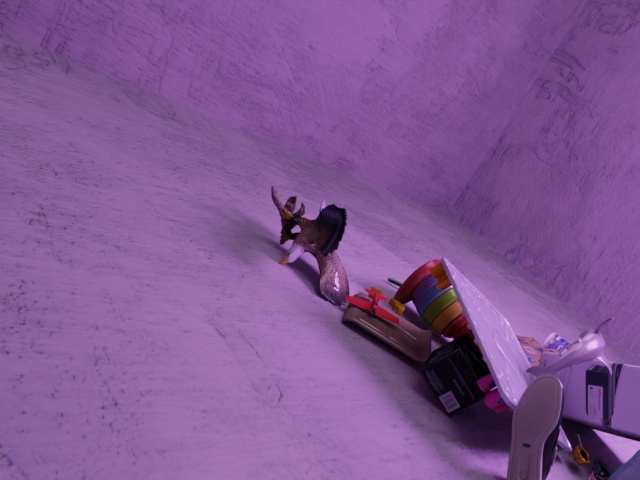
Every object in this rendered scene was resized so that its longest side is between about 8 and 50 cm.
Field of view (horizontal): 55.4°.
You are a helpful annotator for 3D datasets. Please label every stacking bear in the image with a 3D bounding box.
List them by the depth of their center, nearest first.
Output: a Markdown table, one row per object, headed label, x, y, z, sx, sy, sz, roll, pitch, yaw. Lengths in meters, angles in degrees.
| label | x | y | z | sx | sy | sz | roll | pitch | yaw |
| --- | --- | --- | --- | --- | --- | --- | --- | --- | --- |
| stacking bear | 0.371 | 0.209 | 1.730 | 0.175 | 0.164 | 0.289 | -24 | 61 | -27 |

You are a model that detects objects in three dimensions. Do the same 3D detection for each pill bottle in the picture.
| label | x | y | z | sx | sy | sz | roll | pitch | yaw |
| --- | --- | --- | --- | --- | --- | --- | --- | --- | --- |
| pill bottle | 0.858 | 0.408 | 2.134 | 0.169 | 0.094 | 0.094 | 39 | 17 | 30 |

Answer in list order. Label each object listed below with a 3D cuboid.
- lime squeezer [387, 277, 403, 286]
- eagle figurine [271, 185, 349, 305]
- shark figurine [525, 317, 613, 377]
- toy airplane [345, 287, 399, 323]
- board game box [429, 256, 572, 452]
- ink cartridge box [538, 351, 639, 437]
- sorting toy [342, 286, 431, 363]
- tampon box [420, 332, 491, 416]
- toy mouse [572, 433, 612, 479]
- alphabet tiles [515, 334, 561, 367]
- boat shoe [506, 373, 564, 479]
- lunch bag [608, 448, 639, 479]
| label | x | y | z | sx | sy | sz | roll | pitch | yaw |
| --- | --- | --- | --- | --- | --- | --- | --- | --- | --- |
| lime squeezer | 0.347 | 0.209 | 1.912 | 0.110 | 0.058 | 0.310 | -24 | 52 | -35 |
| eagle figurine | -0.007 | 0.009 | 1.608 | 0.298 | 0.225 | 0.226 | 29 | 1 | 39 |
| shark figurine | 0.626 | 0.284 | 1.438 | 0.278 | 0.166 | 0.116 | -21 | 69 | -37 |
| toy airplane | 0.139 | 0.162 | 1.549 | 0.151 | 0.028 | 0.151 | 23 | 15 | -7 |
| board game box | 0.418 | 0.273 | 1.427 | 0.390 | 0.050 | 0.390 | 40 | 25 | -40 |
| ink cartridge box | 0.787 | 0.413 | 1.531 | 0.286 | 0.166 | 0.395 | 23 | -13 | -28 |
| sorting toy | 0.178 | 0.212 | 1.583 | 0.229 | 0.041 | 0.307 | 27 | 15 | 4 |
| tampon box | 0.309 | 0.296 | 1.366 | 0.120 | 0.101 | 0.161 | 59 | 19 | 7 |
| toy mouse | 0.633 | 0.541 | 1.395 | 0.143 | 0.031 | 0.161 | 46 | 23 | 8 |
| alphabet tiles | 0.644 | 0.364 | 1.841 | 0.343 | 0.011 | 0.285 | 12 | 21 | -25 |
| boat shoe | 0.418 | 0.373 | 1.175 | 0.084 | 0.233 | 0.079 | 10 | -8 | 41 |
| lunch bag | 0.806 | 0.587 | 1.348 | 0.262 | 0.160 | 0.223 | 32 | 13 | -38 |
